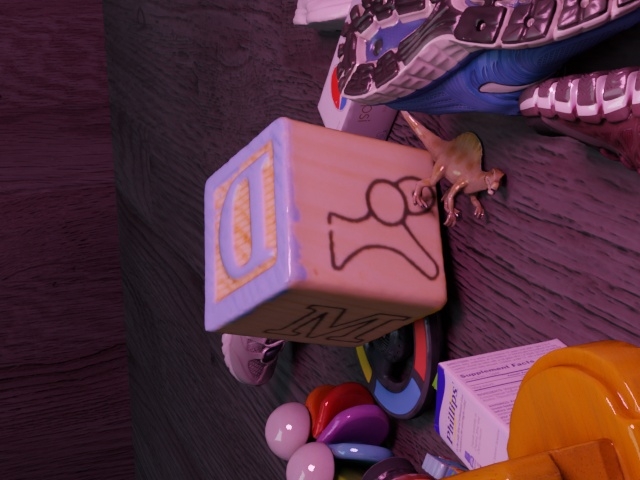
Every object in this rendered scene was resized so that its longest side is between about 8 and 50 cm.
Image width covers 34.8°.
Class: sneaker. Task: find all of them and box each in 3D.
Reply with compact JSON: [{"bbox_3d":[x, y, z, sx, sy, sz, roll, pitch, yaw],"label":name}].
[{"bbox_3d":[-0.071,0.122,1.549,0.115,0.105,0.281,30,128,26],"label":"sneaker"},{"bbox_3d":[0.238,-0.041,0.708,0.281,0.106,0.162,-171,72,-68],"label":"sneaker"},{"bbox_3d":[0.164,-0.182,0.844,0.330,0.147,0.129,-11,71,51],"label":"sneaker"},{"bbox_3d":[0.018,-0.305,1.247,0.212,0.080,0.094,-150,67,-66],"label":"sneaker"}]

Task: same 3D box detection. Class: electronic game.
[{"bbox_3d":[0.085,0.101,1.229,0.229,0.048,0.229,173,90,-70],"label":"electronic game"}]

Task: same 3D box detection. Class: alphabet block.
[{"bbox_3d":[0.000,0.000,1.121,0.193,0.197,0.192,-30,56,53],"label":"alphabet block"}]

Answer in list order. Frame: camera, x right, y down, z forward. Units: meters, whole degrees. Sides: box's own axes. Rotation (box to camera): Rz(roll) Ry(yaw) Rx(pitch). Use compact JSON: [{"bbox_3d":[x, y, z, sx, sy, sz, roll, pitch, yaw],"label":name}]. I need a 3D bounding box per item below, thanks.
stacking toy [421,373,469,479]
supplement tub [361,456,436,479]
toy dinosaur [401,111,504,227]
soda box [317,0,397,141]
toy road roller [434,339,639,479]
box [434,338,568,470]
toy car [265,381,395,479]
[{"bbox_3d":[0.148,0.243,1.023,0.167,0.052,0.221,-68,24,2],"label":"stacking toy"},{"bbox_3d":[0.112,0.337,1.150,0.198,0.106,0.106,-123,33,-49],"label":"supplement tub"},{"bbox_3d":[0.135,-0.073,1.061,0.183,0.053,0.092,45,122,48],"label":"toy dinosaur"},{"bbox_3d":[0.060,-0.202,1.166,0.216,0.069,0.074,112,146,-50],"label":"soda box"},{"bbox_3d":[0.209,0.230,0.671,0.202,0.241,0.329,133,127,-64],"label":"toy road roller"},{"bbox_3d":[0.184,0.154,0.876,0.137,0.126,0.072,-134,40,-58],"label":"box"},{"bbox_3d":[0.032,0.254,1.301,0.136,0.159,0.182,-59,34,16],"label":"toy car"}]
